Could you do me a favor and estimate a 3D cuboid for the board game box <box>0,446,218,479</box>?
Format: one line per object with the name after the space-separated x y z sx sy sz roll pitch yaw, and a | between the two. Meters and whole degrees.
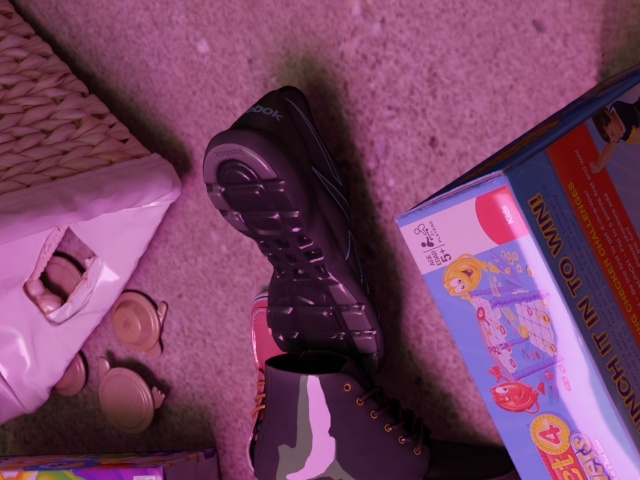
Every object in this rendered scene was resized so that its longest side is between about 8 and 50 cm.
-0.238 0.263 1.660 0.275 0.142 0.144 -4 89 16 | board game box

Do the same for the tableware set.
-0.203 0.094 1.711 0.169 0.020 0.141 23 116 27 | tableware set

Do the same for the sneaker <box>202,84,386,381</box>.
0.000 0.000 1.497 0.101 0.106 0.267 -1 129 28 | sneaker

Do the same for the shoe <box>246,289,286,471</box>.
-0.029 0.133 1.574 0.063 0.081 0.178 -12 102 36 | shoe

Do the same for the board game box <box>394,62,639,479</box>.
0.217 0.059 1.241 0.086 0.302 0.308 -23 96 38 | board game box

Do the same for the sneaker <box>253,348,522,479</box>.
0.059 0.152 1.487 0.222 0.083 0.118 2 108 0 | sneaker

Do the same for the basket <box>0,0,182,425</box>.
-0.360 0.003 1.574 0.266 0.331 0.328 48 128 16 | basket
